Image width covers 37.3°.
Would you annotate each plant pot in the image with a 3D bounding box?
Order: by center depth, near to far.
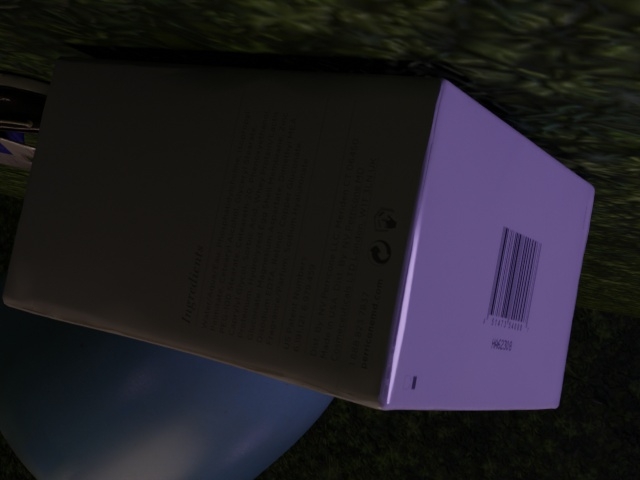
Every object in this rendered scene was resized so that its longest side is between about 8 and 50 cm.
[{"bbox_3d":[-0.103,0.071,0.828,0.235,0.293,0.293,-37,151,25],"label":"plant pot"}]

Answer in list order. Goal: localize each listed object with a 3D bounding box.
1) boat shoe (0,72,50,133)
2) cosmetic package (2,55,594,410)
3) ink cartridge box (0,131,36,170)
[{"bbox_3d":[-0.158,-0.077,0.627,0.125,0.038,0.046,13,176,-19],"label":"boat shoe"},{"bbox_3d":[0.000,0.000,0.512,0.224,0.138,0.224,8,176,32],"label":"cosmetic package"},{"bbox_3d":[-0.289,-0.095,0.723,0.208,0.045,0.206,14,175,-10],"label":"ink cartridge box"}]
